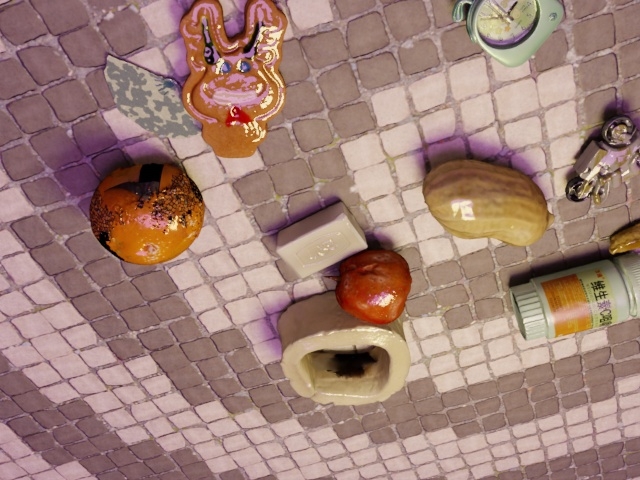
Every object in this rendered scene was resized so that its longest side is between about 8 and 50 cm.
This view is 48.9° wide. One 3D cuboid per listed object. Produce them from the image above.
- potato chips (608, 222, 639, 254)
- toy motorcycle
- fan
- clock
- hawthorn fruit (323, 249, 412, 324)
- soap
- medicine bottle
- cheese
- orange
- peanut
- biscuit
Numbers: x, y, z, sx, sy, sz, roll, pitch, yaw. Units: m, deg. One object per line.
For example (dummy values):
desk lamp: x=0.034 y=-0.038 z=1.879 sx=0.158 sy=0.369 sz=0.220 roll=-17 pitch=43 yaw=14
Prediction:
potato chips: x=0.897 y=-0.022 z=1.687 sx=0.407 sy=0.057 sz=0.080 roll=-4 pitch=143 yaw=-3
toy motorcycle: x=0.638 y=-0.168 z=1.531 sx=0.152 sy=0.073 sz=0.225 roll=8 pitch=127 yaw=-16
fan: x=-0.328 y=-0.273 z=1.383 sx=0.131 sy=0.009 sz=0.240 roll=-39 pitch=123 yaw=24
clock: x=0.341 y=-0.420 z=1.300 sx=0.188 sy=0.060 sz=0.148 roll=27 pitch=123 yaw=-24
hawthorn fruit: x=0.107 y=0.099 z=1.634 sx=0.200 sy=0.179 sz=0.179 roll=16 pitch=127 yaw=-2
soap: x=0.000 y=0.000 z=1.608 sx=0.183 sy=0.064 sz=0.121 roll=-26 pitch=130 yaw=16
medicine bottle: x=0.637 y=0.143 z=1.731 sx=0.318 sy=0.158 sz=0.158 roll=-15 pitch=129 yaw=7
cheese: x=0.054 y=0.279 z=1.783 sx=0.332 sy=0.153 sz=0.292 roll=1 pitch=129 yaw=-5
orange: x=-0.357 y=-0.051 z=1.462 sx=0.234 sy=0.182 sz=0.234 roll=-10 pitch=140 yaw=-9
peanut: x=0.372 y=-0.076 z=1.525 sx=0.340 sy=0.158 sz=0.174 roll=8 pitch=107 yaw=-17
biscuit: x=-0.164 y=-0.303 z=1.348 sx=0.202 sy=0.047 sz=0.334 roll=-1 pitch=129 yaw=-9
